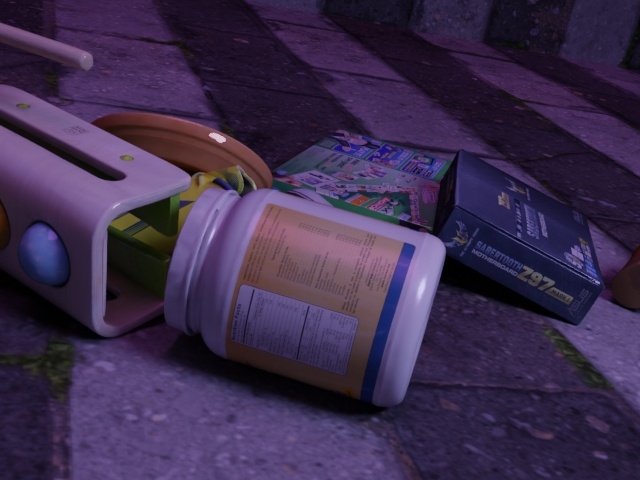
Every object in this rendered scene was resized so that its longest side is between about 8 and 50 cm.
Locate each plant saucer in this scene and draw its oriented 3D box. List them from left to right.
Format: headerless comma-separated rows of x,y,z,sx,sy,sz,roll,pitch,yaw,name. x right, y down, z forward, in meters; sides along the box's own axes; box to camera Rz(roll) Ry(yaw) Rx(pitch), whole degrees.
-0.149,-0.065,1.002,0.200,0.037,0.200,10,-22,4,plant saucer

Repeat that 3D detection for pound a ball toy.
-0.265,-0.075,0.850,0.319,0.208,0.136,27,34,31,pound a ball toy

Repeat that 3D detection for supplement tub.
-0.011,0.041,0.792,0.200,0.144,0.144,16,21,9,supplement tub

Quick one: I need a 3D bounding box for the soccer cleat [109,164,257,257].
-0.115,-0.027,0.937,0.289,0.121,0.093,19,22,17,soccer cleat

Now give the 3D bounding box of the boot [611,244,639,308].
0.487,-0.007,1.102,0.295,0.104,0.211,-21,3,44,boot

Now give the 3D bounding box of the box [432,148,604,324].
0.224,-0.013,1.125,0.183,0.059,0.232,28,22,-1,box

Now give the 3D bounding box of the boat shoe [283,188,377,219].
0.000,0.000,1.004,0.076,0.080,0.228,-8,27,-30,boat shoe

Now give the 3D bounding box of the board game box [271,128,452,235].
0.074,-0.069,1.265,0.213,0.046,0.317,19,21,12,board game box
